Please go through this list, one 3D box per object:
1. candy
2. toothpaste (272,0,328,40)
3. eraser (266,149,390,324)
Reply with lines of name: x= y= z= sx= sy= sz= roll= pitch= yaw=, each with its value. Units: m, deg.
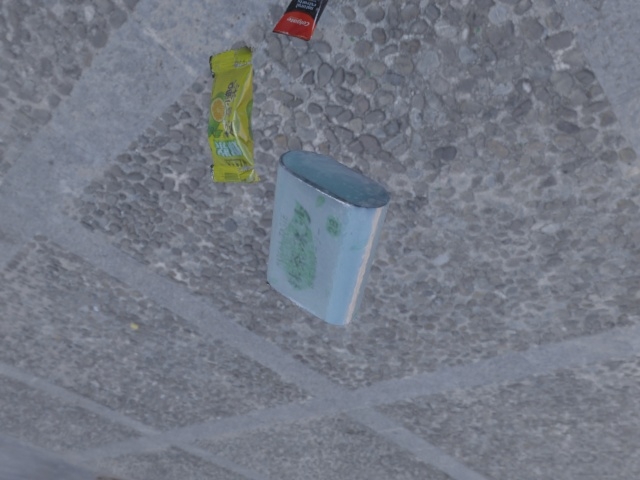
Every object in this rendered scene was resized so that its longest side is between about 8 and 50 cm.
candy: x=-0.205 y=-0.276 z=1.078 sx=0.187 sy=0.081 sz=0.297 roll=11 pitch=108 yaw=46
toothpaste: x=-0.009 y=-0.425 z=0.821 sx=0.071 sy=0.193 sz=0.045 roll=23 pitch=164 yaw=16
eraser: x=0.000 y=0.000 z=0.707 sx=0.174 sy=0.081 sz=0.226 roll=29 pitch=133 yaw=22
